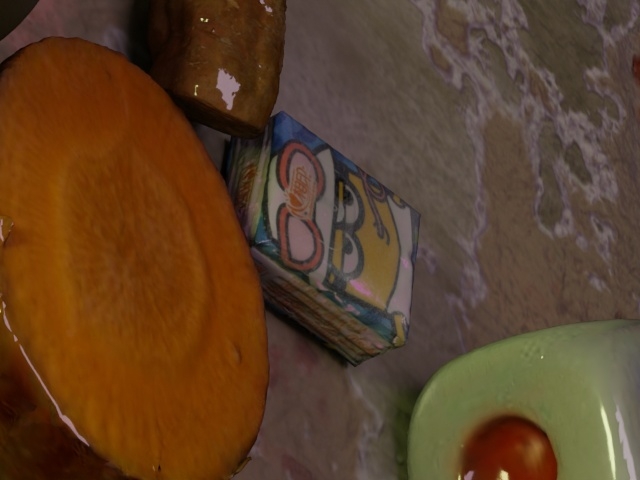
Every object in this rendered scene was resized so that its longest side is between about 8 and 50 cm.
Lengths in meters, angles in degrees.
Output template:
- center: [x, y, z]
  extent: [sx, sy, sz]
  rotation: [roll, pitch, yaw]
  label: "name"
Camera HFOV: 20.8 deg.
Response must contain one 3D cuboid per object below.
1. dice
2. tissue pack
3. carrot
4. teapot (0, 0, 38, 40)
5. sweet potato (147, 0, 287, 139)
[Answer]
- center: [0.186, 0.171, 1.251]
  extent: [0.192, 0.194, 0.193]
  rotation: [16, 59, -49]
  label: "dice"
- center: [0.000, 0.000, 1.207]
  extent: [0.155, 0.065, 0.115]
  rotation: [37, 46, -36]
  label: "tissue pack"
- center: [-0.127, 0.020, 1.012]
  extent: [0.258, 0.100, 0.307]
  rotation: [34, 45, -43]
  label: "carrot"
- center: [-0.225, -0.163, 0.930]
  extent: [0.175, 0.185, 0.267]
  rotation: [44, 67, -73]
  label: "teapot"
- center: [-0.070, -0.165, 1.186]
  extent: [0.097, 0.097, 0.251]
  rotation: [36, 38, -36]
  label: "sweet potato"
